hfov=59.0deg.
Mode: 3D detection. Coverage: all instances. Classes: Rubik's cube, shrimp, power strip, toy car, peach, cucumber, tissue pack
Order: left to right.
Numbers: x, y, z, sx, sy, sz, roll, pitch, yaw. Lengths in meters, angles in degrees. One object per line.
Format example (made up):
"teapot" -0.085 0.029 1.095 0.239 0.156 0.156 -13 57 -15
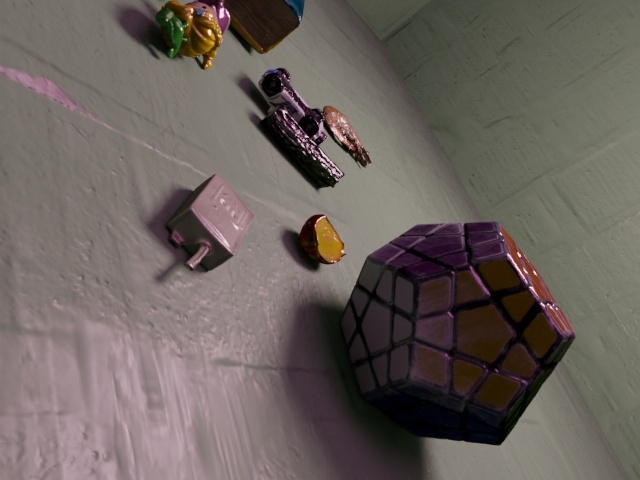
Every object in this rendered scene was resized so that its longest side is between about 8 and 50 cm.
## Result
"power strip" -0.126 -0.013 0.637 0.075 0.042 0.175 50 22 -19
"tissue pack" -0.137 -0.537 1.225 0.192 0.134 0.270 47 24 -25
"toy car" -0.054 -0.248 1.079 0.170 0.070 0.080 49 23 -14
"cucumber" -0.032 -0.168 1.036 0.187 0.058 0.058 44 25 -28
"peach" 0.000 0.000 0.870 0.083 0.050 0.077 2 80 -53
"shrimp" 0.065 -0.253 1.377 0.180 0.041 0.099 52 23 -11
"Rubik's cube" 0.187 0.125 0.796 0.319 0.319 0.264 44 50 -29

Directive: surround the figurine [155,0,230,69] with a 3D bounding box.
"figurine" -0.196 -0.310 0.868 0.156 0.095 0.114 -71 164 -59
